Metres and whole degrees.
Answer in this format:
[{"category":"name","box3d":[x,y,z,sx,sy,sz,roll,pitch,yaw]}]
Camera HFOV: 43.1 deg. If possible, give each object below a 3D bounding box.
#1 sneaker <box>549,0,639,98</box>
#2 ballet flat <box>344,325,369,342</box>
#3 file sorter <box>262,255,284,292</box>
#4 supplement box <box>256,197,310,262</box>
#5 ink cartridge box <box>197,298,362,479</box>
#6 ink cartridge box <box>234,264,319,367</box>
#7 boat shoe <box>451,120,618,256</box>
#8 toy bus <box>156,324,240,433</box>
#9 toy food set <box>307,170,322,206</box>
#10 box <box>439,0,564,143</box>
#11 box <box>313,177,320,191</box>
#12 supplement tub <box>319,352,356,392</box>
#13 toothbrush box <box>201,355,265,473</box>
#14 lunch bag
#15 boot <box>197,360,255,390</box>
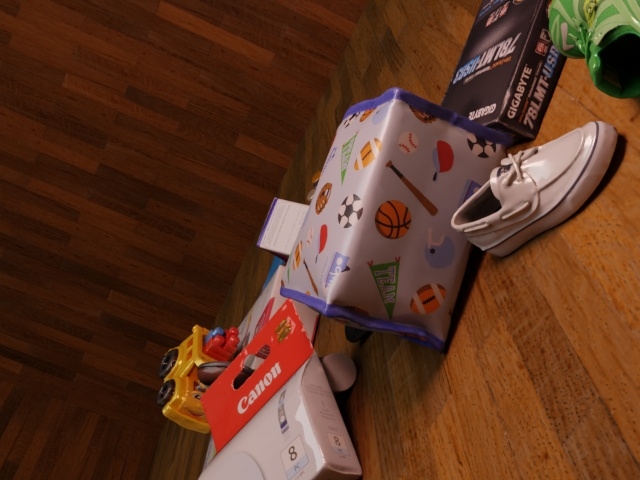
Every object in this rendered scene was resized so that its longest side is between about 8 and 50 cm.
[{"category":"sneaker","box3d":[0.313,-0.219,0.867,0.124,0.109,0.295,-62,12,5]},{"category":"ballet flat","box3d":[0.093,0.115,1.448,0.057,0.049,0.173,43,119,30]},{"category":"file sorter","box3d":[-0.066,0.065,2.119,0.118,0.104,0.170,135,156,-64]},{"category":"supplement box","box3d":[0.000,0.000,1.624,0.220,0.111,0.114,12,77,38]},{"category":"ink cartridge box","box3d":[-0.112,0.317,1.365,0.308,0.091,0.385,-49,41,23]},{"category":"ink cartridge box","box3d":[-0.117,0.241,1.943,0.306,0.131,0.226,-54,18,45]},{"category":"boat shoe","box3d":[0.241,-0.060,0.954,0.258,0.084,0.095,127,163,-52]},{"category":"toy bus","box3d":[-0.265,0.304,1.892,0.211,0.149,0.220,-47,27,23]},{"category":"toy food set","box3d":[0.046,-0.084,1.998,0.111,0.104,0.232,-54,29,-2]},{"category":"box","box3d":[0.285,-0.282,1.239,0.295,0.073,0.294,-177,111,-79]},{"category":"box","box3d":[0.073,-0.154,1.816,0.029,0.162,0.116,67,161,3]},{"category":"supplement tub","box3d":[0.016,0.241,1.457,0.107,0.071,0.071,143,148,-69]},{"category":"toothbrush box","box3d":[-0.155,0.428,1.771,0.206,0.122,0.283,-80,15,-50]},{"category":"lunch bag","box3d":[0.087,-0.027,1.246,0.328,0.238,0.385,-70,18,-6]},{"category":"boot","box3d":[-0.159,0.391,1.562,0.096,0.264,0.281,85,-156,-70]}]
